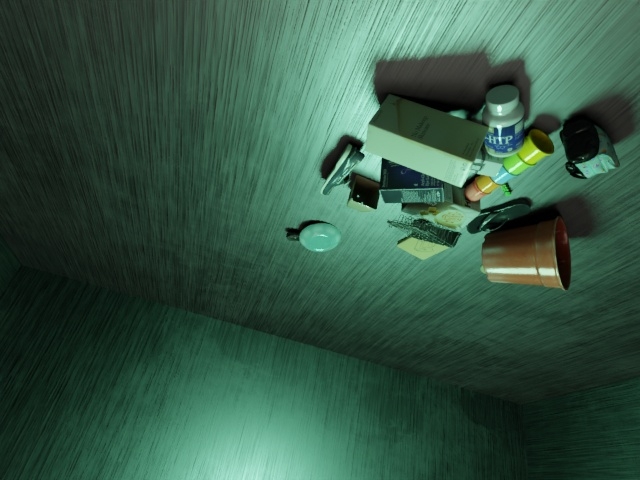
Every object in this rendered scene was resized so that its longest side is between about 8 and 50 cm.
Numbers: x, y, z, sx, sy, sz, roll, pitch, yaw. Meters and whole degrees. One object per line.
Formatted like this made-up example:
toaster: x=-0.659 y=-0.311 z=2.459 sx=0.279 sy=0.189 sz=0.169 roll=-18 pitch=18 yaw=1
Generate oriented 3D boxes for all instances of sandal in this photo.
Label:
sandal: x=0.664 y=-0.082 z=1.600 sx=0.097 sy=0.054 sz=0.254 roll=30 pitch=143 yaw=-25

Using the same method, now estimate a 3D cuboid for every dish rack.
dish rack: x=0.388 y=-0.043 z=1.597 sx=0.208 sy=0.074 sz=0.271 roll=16 pitch=177 yaw=42

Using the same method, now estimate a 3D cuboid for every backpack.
backpack: x=0.785 y=-0.254 z=1.226 sx=0.182 sy=0.152 sz=0.115 roll=23 pitch=157 yaw=-38

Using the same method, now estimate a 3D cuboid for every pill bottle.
pill bottle: x=0.523 y=-0.341 z=1.203 sx=0.112 sy=0.112 sz=0.186 roll=-4 pitch=143 yaw=23

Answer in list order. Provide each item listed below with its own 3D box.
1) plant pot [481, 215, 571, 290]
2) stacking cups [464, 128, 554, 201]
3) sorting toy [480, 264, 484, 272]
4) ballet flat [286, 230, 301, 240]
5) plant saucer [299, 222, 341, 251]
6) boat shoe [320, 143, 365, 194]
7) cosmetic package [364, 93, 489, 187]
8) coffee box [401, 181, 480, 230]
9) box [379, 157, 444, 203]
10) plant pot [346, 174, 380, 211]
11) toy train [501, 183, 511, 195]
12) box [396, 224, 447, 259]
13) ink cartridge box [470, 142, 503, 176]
plant pot: x=0.781 y=0.056 z=1.607 sx=0.265 sy=0.272 sz=0.272 roll=-6 pitch=144 yaw=39
stacking cups: x=0.601 y=-0.223 z=1.372 sx=0.096 sy=0.096 sz=0.316 roll=20 pitch=146 yaw=-12
sorting toy: x=0.866 y=0.092 z=1.809 sx=0.229 sy=0.041 sz=0.307 roll=15 pitch=147 yaw=-4
ballet flat: x=-0.074 y=-0.021 z=1.956 sx=0.173 sy=0.049 sz=0.057 roll=5 pitch=134 yaw=-1
plant saucer: x=0.000 y=0.000 z=1.915 sx=0.195 sy=0.037 sz=0.195 roll=-1 pitch=138 yaw=-1
boat shoe: x=0.077 y=-0.241 z=1.523 sx=0.079 sy=0.095 sz=0.254 roll=30 pitch=136 yaw=-6
cosmetic package: x=0.303 y=-0.294 z=1.225 sx=0.309 sy=0.160 sz=0.113 roll=24 pitch=150 yaw=14
coffee box: x=0.439 y=-0.140 z=1.545 sx=0.247 sy=0.098 sz=0.141 roll=18 pitch=147 yaw=-9
box: x=0.308 y=-0.214 z=1.411 sx=0.207 sy=0.153 sz=0.108 roll=-1 pitch=160 yaw=17
plant pot: x=0.157 y=-0.166 z=1.602 sx=0.109 sy=0.109 sz=0.096 roll=20 pitch=158 yaw=-12
toy train: x=0.652 y=-0.185 z=1.485 sx=0.024 sy=0.017 sz=0.083 roll=-6 pitch=144 yaw=44
box: x=0.464 y=0.013 z=1.842 sx=0.164 sy=0.021 sz=0.201 roll=28 pitch=143 yaw=-23
ink cartridge box: x=0.489 y=-0.270 z=1.324 sx=0.151 sy=0.109 sz=0.063 roll=12 pitch=144 yaw=1
